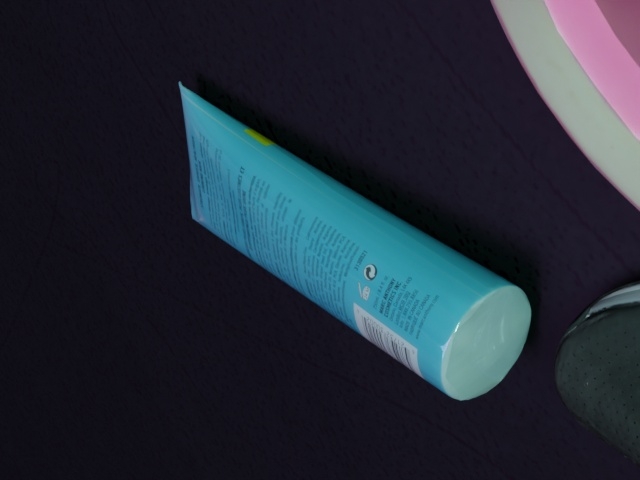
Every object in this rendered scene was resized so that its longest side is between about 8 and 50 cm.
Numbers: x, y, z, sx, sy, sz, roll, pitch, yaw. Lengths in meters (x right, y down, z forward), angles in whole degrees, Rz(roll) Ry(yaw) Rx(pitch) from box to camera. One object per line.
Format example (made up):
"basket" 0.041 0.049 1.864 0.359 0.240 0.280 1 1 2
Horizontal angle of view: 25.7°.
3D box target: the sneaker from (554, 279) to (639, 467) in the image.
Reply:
"sneaker" 0.144 0.083 0.444 0.229 0.132 0.086 14 127 44

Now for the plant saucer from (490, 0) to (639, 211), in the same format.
"plant saucer" 0.151 -0.101 0.339 0.332 0.084 0.332 29 136 33

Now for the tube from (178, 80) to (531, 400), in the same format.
"tube" 0.000 0.000 0.630 0.207 0.052 0.080 32 133 39
